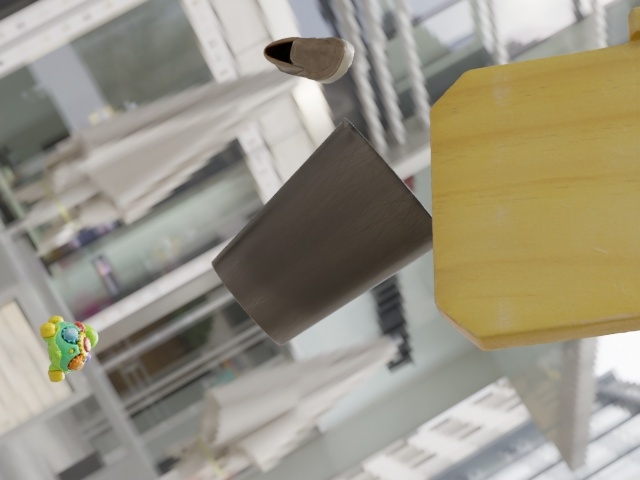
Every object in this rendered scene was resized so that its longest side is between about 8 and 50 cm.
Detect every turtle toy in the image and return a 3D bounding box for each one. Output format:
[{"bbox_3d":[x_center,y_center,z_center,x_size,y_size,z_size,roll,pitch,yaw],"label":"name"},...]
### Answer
[{"bbox_3d":[-0.389,0.163,2.345,0.130,0.066,0.095,-62,143,-78],"label":"turtle toy"}]

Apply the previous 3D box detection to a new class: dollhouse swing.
[{"bbox_3d":[0.308,-0.003,1.410,0.315,0.305,0.346,40,41,-46],"label":"dollhouse swing"}]

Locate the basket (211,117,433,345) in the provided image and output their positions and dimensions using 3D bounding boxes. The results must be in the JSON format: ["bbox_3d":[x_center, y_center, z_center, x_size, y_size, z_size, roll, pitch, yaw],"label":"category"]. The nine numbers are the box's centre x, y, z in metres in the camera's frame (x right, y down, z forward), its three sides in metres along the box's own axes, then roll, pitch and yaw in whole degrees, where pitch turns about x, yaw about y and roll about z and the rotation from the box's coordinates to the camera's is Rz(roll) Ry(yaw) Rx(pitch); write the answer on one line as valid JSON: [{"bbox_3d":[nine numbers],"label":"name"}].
[{"bbox_3d":[0.000,0.000,1.720,0.204,0.227,0.154,52,2,40],"label":"basket"}]

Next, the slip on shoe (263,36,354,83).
[{"bbox_3d":[-0.014,-0.206,1.669,0.041,0.051,0.135,19,-1,-34],"label":"slip on shoe"}]
